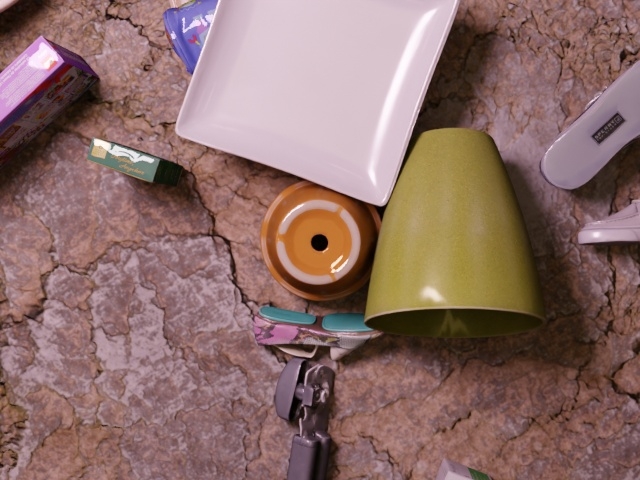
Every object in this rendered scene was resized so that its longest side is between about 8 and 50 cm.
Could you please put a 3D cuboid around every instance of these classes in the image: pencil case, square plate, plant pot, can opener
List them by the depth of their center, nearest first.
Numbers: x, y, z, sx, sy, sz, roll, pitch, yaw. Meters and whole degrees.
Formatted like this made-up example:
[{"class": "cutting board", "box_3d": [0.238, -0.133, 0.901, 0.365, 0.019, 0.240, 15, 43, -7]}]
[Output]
[{"class": "square plate", "box_3d": [-0.006, -0.268, 1.542, 0.347, 0.049, 0.344, 19, 97, -2]}, {"class": "plant pot", "box_3d": [0.206, -0.014, 1.567, 0.275, 0.275, 0.293, 1, 76, 3]}, {"class": "plant pot", "box_3d": [0.000, 0.000, 1.592, 0.205, 0.188, 0.205, 0, 92, 3]}, {"class": "pencil case", "box_3d": [-0.094, -0.356, 1.619, 0.306, 0.119, 0.133, -19, 115, 3]}, {"class": "can opener", "box_3d": [-0.035, 0.338, 1.679, 0.095, 0.076, 0.283, 11, 94, 35]}]

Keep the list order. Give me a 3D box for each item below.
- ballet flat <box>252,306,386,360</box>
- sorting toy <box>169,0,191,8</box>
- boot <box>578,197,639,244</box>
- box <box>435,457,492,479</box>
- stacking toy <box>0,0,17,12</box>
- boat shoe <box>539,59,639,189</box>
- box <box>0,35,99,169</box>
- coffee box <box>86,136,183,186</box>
[{"class": "ballet flat", "box_3d": [-0.002, 0.156, 1.664, 0.221, 0.077, 0.079, 4, 111, 7]}, {"class": "sorting toy", "box_3d": [-0.219, -0.397, 1.675, 0.062, 0.012, 0.083, -15, 92, 3]}, {"class": "boot", "box_3d": [0.534, -0.060, 1.622, 0.258, 0.095, 0.123, -6, 86, -5]}, {"class": "box", "box_3d": [0.226, 0.423, 1.642, 0.087, 0.101, 0.102, 19, 91, 2]}, {"class": "stacking toy", "box_3d": [-0.591, -0.552, 1.429, 0.350, 0.480, 0.350, 1, 74, -3]}, {"class": "boat shoe", "box_3d": [0.478, -0.195, 1.605, 0.113, 0.105, 0.306, 44, 100, -4]}, {"class": "box", "box_3d": [-0.498, -0.192, 1.603, 0.293, 0.201, 0.057, -42, 90, 3]}, {"class": "coffee box", "box_3d": [-0.291, -0.123, 1.604, 0.113, 0.184, 0.040, 19, 92, 2]}]
